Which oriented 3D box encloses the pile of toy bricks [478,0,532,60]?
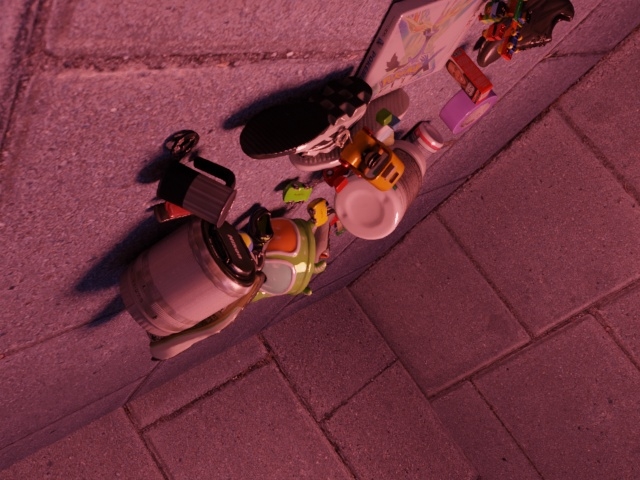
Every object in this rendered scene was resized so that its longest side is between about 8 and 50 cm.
[{"bbox_3d":[0.422,-0.540,1.365,0.118,0.105,0.212,18,88,-39],"label":"pile of toy bricks"}]

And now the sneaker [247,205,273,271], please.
[{"bbox_3d":[-0.175,-0.002,1.639,0.067,0.188,0.078,7,-176,-29],"label":"sneaker"}]

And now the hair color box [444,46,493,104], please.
[{"bbox_3d":[0.403,-0.448,1.584,0.043,0.141,0.072,-34,168,-8],"label":"hair color box"}]

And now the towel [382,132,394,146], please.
[{"bbox_3d":[0.147,-0.285,1.706,0.148,0.027,0.110,-19,168,4],"label":"towel"}]

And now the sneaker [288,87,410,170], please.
[{"bbox_3d":[0.071,-0.248,1.446,0.366,0.135,0.150,-30,162,-24],"label":"sneaker"}]

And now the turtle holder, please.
[{"bbox_3d":[-0.149,0.057,1.831,0.227,0.243,0.320,2,166,-27],"label":"turtle holder"}]

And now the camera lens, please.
[{"bbox_3d":[-0.312,0.081,1.398,0.274,0.219,0.219,-31,170,16],"label":"camera lens"}]

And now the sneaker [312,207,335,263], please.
[{"bbox_3d":[0.000,0.000,2.117,0.100,0.108,0.272,98,16,-63],"label":"sneaker"}]

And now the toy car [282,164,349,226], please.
[{"bbox_3d":[-0.031,-0.147,1.692,0.225,0.053,0.239,-6,129,-46],"label":"toy car"}]

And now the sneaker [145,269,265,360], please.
[{"bbox_3d":[-0.337,0.168,1.558,0.410,0.182,0.158,-31,-170,15],"label":"sneaker"}]

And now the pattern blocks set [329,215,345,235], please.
[{"bbox_3d":[0.120,-0.102,2.411,0.285,0.026,0.325,-33,168,-12],"label":"pattern blocks set"}]

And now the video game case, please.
[{"bbox_3d":[0.231,-0.456,1.330,0.329,0.036,0.300,-29,166,-29],"label":"video game case"}]

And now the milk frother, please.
[{"bbox_3d":[-0.227,-0.118,1.109,0.143,0.134,0.129,117,-2,-71],"label":"milk frother"}]

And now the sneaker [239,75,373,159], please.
[{"bbox_3d":[-0.028,-0.225,1.247,0.330,0.122,0.146,-29,156,-28],"label":"sneaker"}]

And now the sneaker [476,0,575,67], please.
[{"bbox_3d":[0.561,-0.570,1.592,0.286,0.130,0.109,-39,170,21],"label":"sneaker"}]

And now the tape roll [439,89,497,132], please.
[{"bbox_3d":[0.508,-0.459,1.993,0.189,0.080,0.189,-34,169,-8],"label":"tape roll"}]

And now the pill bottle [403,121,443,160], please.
[{"bbox_3d":[0.323,-0.308,1.988,0.180,0.108,0.108,-44,166,33],"label":"pill bottle"}]

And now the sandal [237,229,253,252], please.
[{"bbox_3d":[-0.314,0.067,1.660,0.317,0.126,0.138,-32,174,24],"label":"sandal"}]

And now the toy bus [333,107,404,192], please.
[{"bbox_3d":[0.122,-0.180,1.319,0.202,0.104,0.191,-34,154,-33],"label":"toy bus"}]

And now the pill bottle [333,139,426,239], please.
[{"bbox_3d":[0.196,-0.170,1.775,0.204,0.204,0.361,-45,-178,38],"label":"pill bottle"}]

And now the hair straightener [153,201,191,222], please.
[{"bbox_3d":[-0.292,-0.083,1.330,0.089,0.047,0.230,-18,-174,35],"label":"hair straightener"}]
